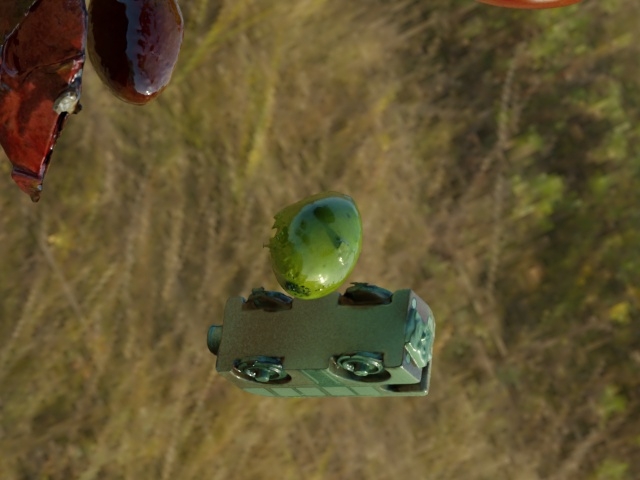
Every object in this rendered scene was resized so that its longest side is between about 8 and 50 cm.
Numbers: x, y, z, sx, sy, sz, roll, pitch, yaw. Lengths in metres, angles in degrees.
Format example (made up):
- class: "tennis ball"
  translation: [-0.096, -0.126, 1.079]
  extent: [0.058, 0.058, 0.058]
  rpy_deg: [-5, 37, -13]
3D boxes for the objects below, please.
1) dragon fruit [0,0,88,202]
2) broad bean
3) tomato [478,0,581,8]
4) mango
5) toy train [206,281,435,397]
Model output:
- class: "dragon fruit"
  translation: [-0.343, -0.252, 1.752]
  extent: [0.100, 0.282, 0.344]
  rpy_deg: [3, 47, -36]
- class: "broad bean"
  translation: [-0.217, -0.242, 1.878]
  extent: [0.114, 0.084, 0.165]
  rpy_deg: [9, 89, -20]
- class: "tomato"
  translation: [0.268, -0.426, 2.065]
  extent: [0.299, 0.298, 0.226]
  rpy_deg: [68, 17, 11]
- class: "mango"
  translation: [0.001, 0.000, 2.018]
  extent: [0.178, 0.100, 0.119]
  rpy_deg: [-52, 140, -50]
- class: "toy train"
  translation: [0.005, 0.140, 2.198]
  extent: [0.159, 0.326, 0.129]
  rpy_deg: [45, 47, -53]
